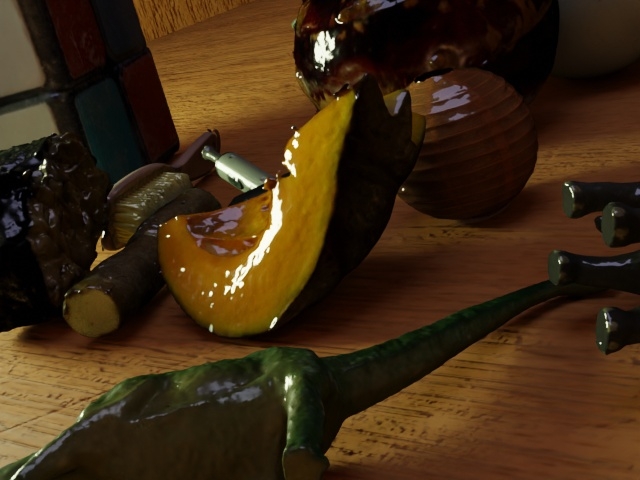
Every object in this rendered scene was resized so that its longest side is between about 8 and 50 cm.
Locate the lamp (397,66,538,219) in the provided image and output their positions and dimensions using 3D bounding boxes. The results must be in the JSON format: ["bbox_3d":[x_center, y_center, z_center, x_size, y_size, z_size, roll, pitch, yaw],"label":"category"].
[{"bbox_3d":[0.116,-0.083,0.933,0.136,0.136,0.136,-15,18,5],"label":"lamp"}]

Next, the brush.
[{"bbox_3d":[-0.156,-0.060,1.238,0.067,0.072,0.313,13,23,11],"label":"brush"}]

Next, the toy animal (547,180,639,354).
[{"bbox_3d":[0.210,0.019,0.582,0.137,0.082,0.269,0,14,-10],"label":"toy animal"}]

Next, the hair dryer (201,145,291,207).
[{"bbox_3d":[-0.072,-0.056,1.081,0.100,0.057,0.197,-24,33,-25],"label":"hair dryer"}]

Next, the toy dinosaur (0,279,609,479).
[{"bbox_3d":[-0.044,0.085,0.642,0.446,0.087,0.301,-6,20,11],"label":"toy dinosaur"}]

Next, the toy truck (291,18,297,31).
[{"bbox_3d":[0.054,-0.291,1.647,0.191,0.116,0.085,22,56,43],"label":"toy truck"}]

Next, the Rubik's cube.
[{"bbox_3d":[-0.401,-0.187,1.409,0.316,0.313,0.318,-11,17,16],"label":"Rubik's cube"}]

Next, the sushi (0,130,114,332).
[{"bbox_3d":[-0.264,-0.023,1.008,0.114,0.147,0.213,-21,32,15],"label":"sushi"}]

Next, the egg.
[{"bbox_3d":[0.293,-0.278,1.274,0.182,0.183,0.264,-23,13,-19],"label":"egg"}]

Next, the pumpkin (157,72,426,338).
[{"bbox_3d":[0.000,0.000,0.851,0.130,0.149,0.254,11,-34,-45],"label":"pumpkin"}]

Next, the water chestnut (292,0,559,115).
[{"bbox_3d":[0.092,-0.234,1.156,0.299,0.300,0.300,-15,18,5],"label":"water chestnut"}]

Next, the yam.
[{"bbox_3d":[-0.153,0.017,0.989,0.061,0.061,0.253,-10,18,19],"label":"yam"}]
